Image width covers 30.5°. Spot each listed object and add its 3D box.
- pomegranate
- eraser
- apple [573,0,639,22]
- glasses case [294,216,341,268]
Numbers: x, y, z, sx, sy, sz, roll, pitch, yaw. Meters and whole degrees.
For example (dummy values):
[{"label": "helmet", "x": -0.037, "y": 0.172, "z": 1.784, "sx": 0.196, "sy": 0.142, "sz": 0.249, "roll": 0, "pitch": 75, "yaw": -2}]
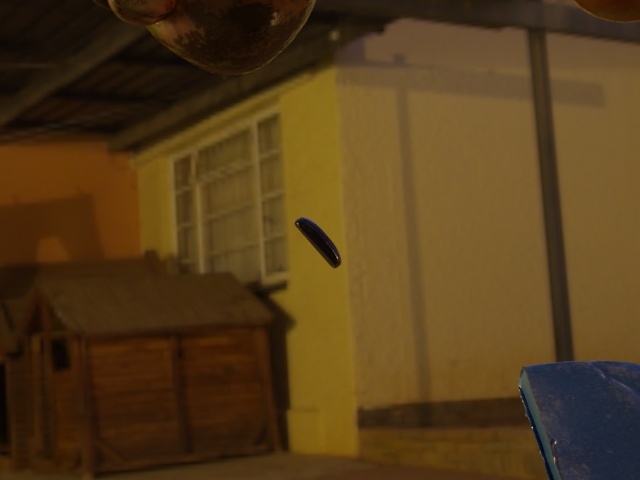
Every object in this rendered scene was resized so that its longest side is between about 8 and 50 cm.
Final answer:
[{"label": "pomegranate", "x": -0.169, "y": -0.364, "z": 1.633, "sx": 0.285, "sy": 0.285, "sz": 0.340, "roll": -10, "pitch": 10, "yaw": 41}, {"label": "eraser", "x": 0.301, "y": 0.235, "z": 1.169, "sx": 0.144, "sy": 0.043, "sz": 0.312, "roll": -1, "pitch": 36, "yaw": -6}, {"label": "apple", "x": 0.437, "y": -0.413, "z": 1.688, "sx": 0.195, "sy": 0.196, "sz": 0.196, "roll": -3, "pitch": -7, "yaw": 0}, {"label": "glasses case", "x": 0.000, "y": 0.000, "z": 1.554, "sx": 0.023, "sy": 0.083, "sz": 0.033, "roll": -42, "pitch": -2, "yaw": -10}]
